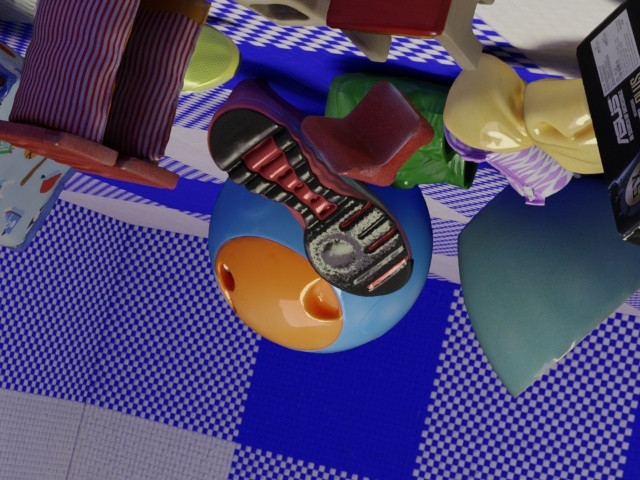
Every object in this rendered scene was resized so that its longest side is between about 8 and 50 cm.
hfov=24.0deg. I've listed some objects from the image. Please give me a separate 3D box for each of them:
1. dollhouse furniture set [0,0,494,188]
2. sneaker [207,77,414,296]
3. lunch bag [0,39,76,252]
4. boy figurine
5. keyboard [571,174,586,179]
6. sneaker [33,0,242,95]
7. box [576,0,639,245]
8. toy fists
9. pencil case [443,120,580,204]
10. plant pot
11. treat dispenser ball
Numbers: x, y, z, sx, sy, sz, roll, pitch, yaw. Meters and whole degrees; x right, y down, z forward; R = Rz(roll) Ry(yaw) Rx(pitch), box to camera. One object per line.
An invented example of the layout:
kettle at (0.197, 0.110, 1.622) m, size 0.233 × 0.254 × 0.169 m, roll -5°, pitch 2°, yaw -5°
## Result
dollhouse furniture set at (-0.076, -0.142, 1.157) m, size 0.374 × 0.201 × 0.152 m, roll 10°, pitch 173°, yaw 36°
sneaker at (0.005, -0.070, 1.729) m, size 0.116 × 0.136 × 0.314 m, roll -32°, pitch 115°, yaw 25°
lunch bag at (-0.488, -0.170, 1.686) m, size 0.385 × 0.239 × 0.328 m, roll 35°, pitch 179°, yaw 10°
boy figurine at (0.248, -0.106, 1.317) m, size 0.285 × 0.092 × 0.177 m, roll 11°, pitch 173°, yaw 31°
keyboard at (0.321, -0.095, 1.620) m, size 0.100 × 0.038 × 0.192 m, roll -9°, pitch 178°, yaw -12°
sneaker at (-0.177, -0.198, 1.454) m, size 0.208 × 0.081 × 0.094 m, roll 15°, pitch 172°, yaw -8°
box at (0.276, -0.073, 1.080) m, size 0.147 × 0.180 × 0.077 m, roll 16°, pitch 140°, yaw -28°
toy fists at (0.085, -0.112, 1.618) m, size 0.142 × 0.096 × 0.279 m, roll 14°, pitch 176°, yaw 15°
pencil case at (0.194, -0.098, 1.530) m, size 0.086 × 0.088 × 0.206 m, roll 15°, pitch 175°, yaw 30°
plant pot at (0.281, 0.024, 1.830) m, size 0.195 × 0.290 × 0.290 m, roll 49°, pitch 180°, yaw 9°
treat dispenser ball at (0.000, 0.000, 1.926) m, size 0.288 × 0.288 × 0.288 m, roll 13°, pitch 174°, yaw 1°
